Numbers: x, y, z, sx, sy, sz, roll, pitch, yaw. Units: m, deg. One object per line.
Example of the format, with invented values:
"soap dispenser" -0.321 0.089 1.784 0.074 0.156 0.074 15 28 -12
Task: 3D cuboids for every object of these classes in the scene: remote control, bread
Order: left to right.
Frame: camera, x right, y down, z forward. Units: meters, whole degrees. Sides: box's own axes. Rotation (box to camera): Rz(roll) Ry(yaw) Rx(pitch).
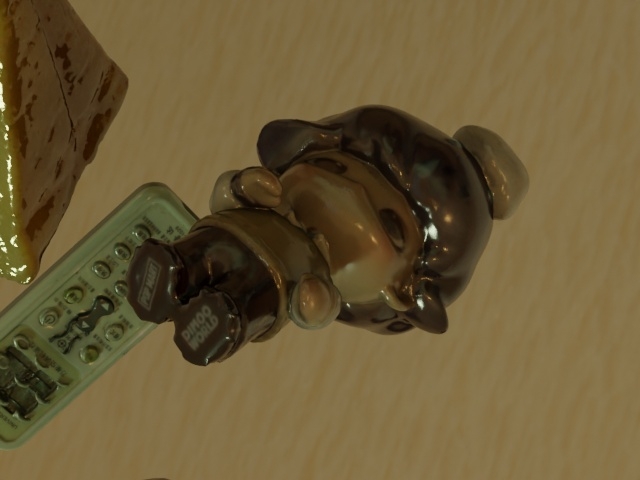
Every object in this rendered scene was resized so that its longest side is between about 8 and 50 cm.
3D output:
"bread" -0.357 -0.170 1.242 0.233 0.245 0.362 16 157 21
"remote control" -0.262 0.081 1.554 0.128 0.335 0.065 47 -177 -28

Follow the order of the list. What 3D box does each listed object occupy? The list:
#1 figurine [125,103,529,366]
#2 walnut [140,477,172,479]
"figurine" 0.001 -0.018 1.225 0.218 0.206 0.365 24 -165 28
"walnut" -0.164 0.356 1.499 0.225 0.225 0.261 15 175 30
